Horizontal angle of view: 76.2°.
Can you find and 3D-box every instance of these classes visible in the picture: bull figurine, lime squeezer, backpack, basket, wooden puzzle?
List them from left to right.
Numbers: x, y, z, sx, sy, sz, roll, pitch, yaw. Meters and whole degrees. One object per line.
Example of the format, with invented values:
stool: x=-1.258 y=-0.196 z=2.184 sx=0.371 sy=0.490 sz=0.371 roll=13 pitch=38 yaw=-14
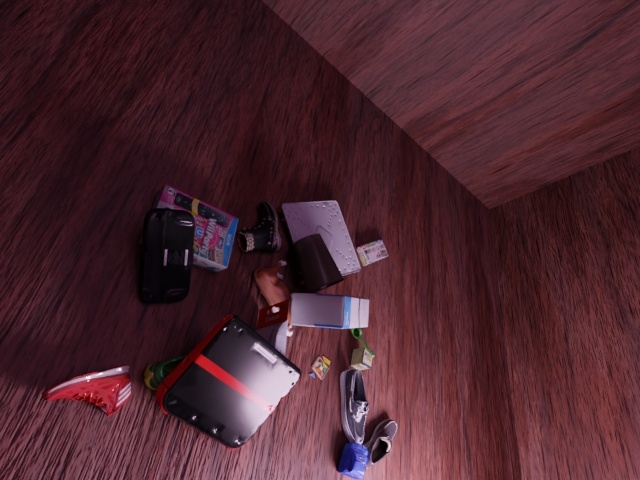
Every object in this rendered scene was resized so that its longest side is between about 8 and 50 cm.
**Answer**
bull figurine: x=-0.158 y=0.235 z=1.671 sx=0.188 sy=0.101 sz=0.310 roll=-38 pitch=104 yaw=-55
basket: x=-0.020 y=0.097 z=1.771 sx=0.204 sy=0.154 sz=0.226 roll=-10 pitch=74 yaw=-53
wooden puzzle: x=0.000 y=0.540 z=1.733 sx=0.078 sy=0.014 sz=0.116 roll=48 pitch=45 yaw=-16
backpack: x=0.140 y=0.872 z=1.624 sx=0.098 sy=0.101 sz=0.120 roll=31 pitch=52 yaw=-16
lime squeezer: x=0.185 y=0.420 z=1.915 sx=0.110 sy=0.059 sz=0.310 roll=36 pitch=23 yaw=-17

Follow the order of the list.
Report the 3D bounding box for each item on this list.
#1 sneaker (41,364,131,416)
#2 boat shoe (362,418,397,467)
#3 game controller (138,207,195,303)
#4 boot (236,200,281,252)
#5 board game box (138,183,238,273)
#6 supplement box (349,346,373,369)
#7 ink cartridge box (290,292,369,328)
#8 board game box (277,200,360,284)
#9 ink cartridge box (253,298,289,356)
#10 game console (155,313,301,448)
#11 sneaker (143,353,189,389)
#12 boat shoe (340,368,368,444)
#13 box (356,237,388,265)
sneaker: x=-0.626 y=0.430 z=1.122 sx=0.221 sy=0.087 sz=0.127 roll=-7 pitch=74 yaw=-45
boat shoe: x=0.264 y=0.876 z=1.760 sx=0.285 sy=0.092 sz=0.102 roll=-20 pitch=86 yaw=-47
game controller: x=-0.506 y=0.054 z=1.359 sx=0.167 sy=0.067 sz=0.318 roll=2 pitch=97 yaw=-47
boot: x=-0.267 y=-0.059 z=1.725 sx=0.179 sy=0.085 sz=0.236 roll=-3 pitch=73 yaw=-43
board game box: x=-0.474 y=-0.038 z=1.503 sx=0.304 sy=0.098 sz=0.223 roll=27 pitch=54 yaw=-33
supplement box: x=0.187 y=0.540 z=1.864 sx=0.056 sy=0.083 sz=0.083 roll=37 pitch=48 yaw=-26
ink cartridge box: x=0.047 y=0.288 z=1.668 sx=0.307 sy=0.223 sz=0.128 roll=23 pitch=67 yaw=-64
board game box: x=0.000 y=0.000 z=1.982 sx=0.390 sy=0.050 sz=0.389 roll=-9 pitch=77 yaw=-47
ink cartridge box: x=-0.202 y=0.339 z=1.508 sx=0.066 sy=0.189 sz=0.232 roll=25 pitch=54 yaw=-40
game console: x=-0.279 y=0.461 z=1.305 sx=0.342 sy=0.060 sz=0.386 roll=-49 pitch=124 yaw=-14
sneaker: x=-0.404 y=0.423 z=1.314 sx=0.296 sy=0.124 sz=0.109 roll=4 pitch=67 yaw=-44
boat shoe: x=0.156 y=0.703 z=1.736 sx=0.108 sy=0.102 sz=0.301 roll=18 pitch=58 yaw=-38
box: x=0.287 y=0.061 z=2.242 sx=0.207 sy=0.036 sz=0.114 roll=-15 pitch=81 yaw=-47
